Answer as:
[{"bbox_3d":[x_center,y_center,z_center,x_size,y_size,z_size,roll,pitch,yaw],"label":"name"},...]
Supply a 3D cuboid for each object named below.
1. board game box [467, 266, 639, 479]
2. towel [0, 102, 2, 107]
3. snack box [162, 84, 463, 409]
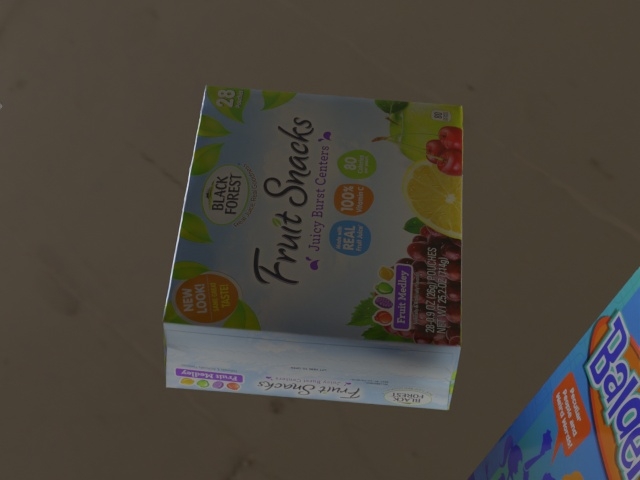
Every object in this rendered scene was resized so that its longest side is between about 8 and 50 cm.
[{"bbox_3d":[0.142,0.131,0.711,0.210,0.047,0.160,119,-27,-44],"label":"board game box"},{"bbox_3d":[-0.415,-0.039,1.183,0.121,0.283,0.235,19,-85,60],"label":"towel"},{"bbox_3d":[0.000,0.000,0.944,0.174,0.070,0.207,5,-134,1],"label":"snack box"}]
